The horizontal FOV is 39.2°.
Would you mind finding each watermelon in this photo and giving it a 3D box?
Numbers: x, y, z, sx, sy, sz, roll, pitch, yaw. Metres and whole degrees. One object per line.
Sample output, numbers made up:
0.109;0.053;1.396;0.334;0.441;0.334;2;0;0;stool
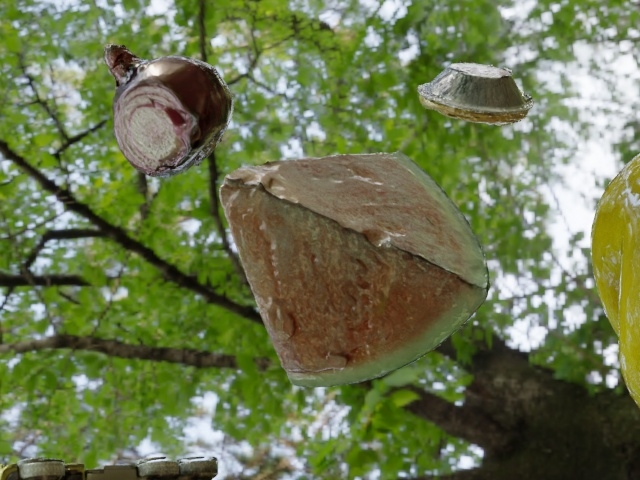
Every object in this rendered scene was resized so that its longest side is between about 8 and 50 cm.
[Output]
0.015;0.005;1.076;0.292;0.283;0.250;50;-167;-8;watermelon

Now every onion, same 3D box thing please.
-0.210;-0.192;1.223;0.198;0.173;0.135;54;-154;4;onion

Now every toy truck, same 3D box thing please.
-0.237;0.305;0.980;0.272;0.157;0.124;10;-116;-37;toy truck

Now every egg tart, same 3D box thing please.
0.310;-0.299;1.789;0.234;0.234;0.094;-29;-49;-51;egg tart

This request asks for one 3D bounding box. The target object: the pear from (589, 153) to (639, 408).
0.406;0.022;0.611;0.362;0.418;0.362;-5;-90;-76;pear
